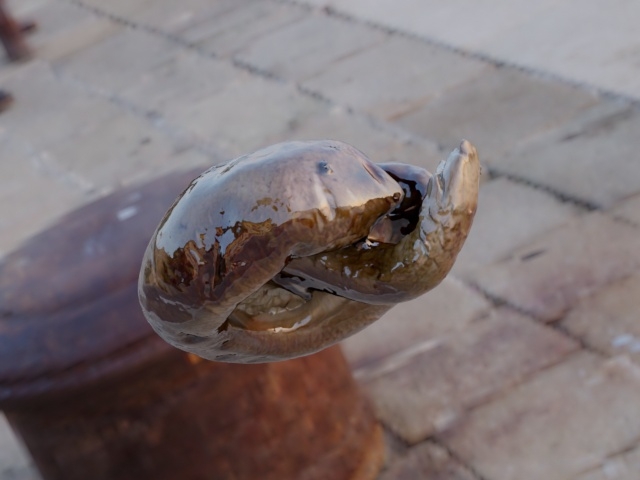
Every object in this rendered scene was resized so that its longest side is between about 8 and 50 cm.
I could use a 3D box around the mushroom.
[{"bbox_3d":[0.000,-0.002,0.778,0.170,0.080,0.135,-23,-14,38],"label":"mushroom"}]
